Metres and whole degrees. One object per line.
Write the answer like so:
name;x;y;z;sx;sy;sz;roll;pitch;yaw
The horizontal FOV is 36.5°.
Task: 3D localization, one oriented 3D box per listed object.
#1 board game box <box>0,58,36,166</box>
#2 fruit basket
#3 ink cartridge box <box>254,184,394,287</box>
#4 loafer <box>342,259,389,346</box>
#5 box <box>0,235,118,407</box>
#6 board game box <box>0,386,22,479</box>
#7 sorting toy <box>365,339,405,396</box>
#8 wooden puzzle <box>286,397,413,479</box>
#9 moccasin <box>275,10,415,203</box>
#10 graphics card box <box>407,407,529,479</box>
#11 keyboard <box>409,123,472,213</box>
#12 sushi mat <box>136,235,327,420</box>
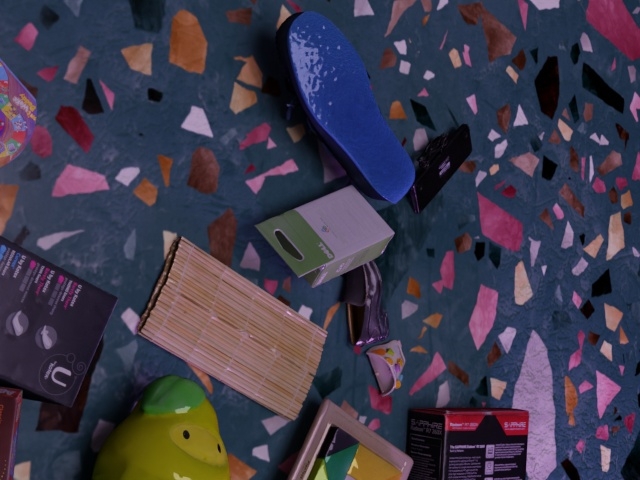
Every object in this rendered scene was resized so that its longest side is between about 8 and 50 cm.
board game box;-0.413;-0.168;1.167;0.169;0.033;0.133;53;58;-27
fruit basket;-0.200;0.367;1.204;0.392;0.283;0.392;-11;111;-31
ink cartridge box;0.000;0.000;1.467;0.209;0.062;0.109;-24;66;-40
loafer;0.064;0.089;1.556;0.061;0.062;0.170;-20;100;-35
box;-0.396;0.070;1.086;0.270;0.165;0.143;34;67;-35
board game box;-0.413;0.288;1.056;0.145;0.027;0.281;8;102;-6
sorting toy;0.120;0.204;1.619;0.075;0.045;0.083;-42;117;-55
wooden puzzle;0.042;0.394;1.503;0.238;0.044;0.221;41;63;-32
moccasin;0.017;-0.190;1.492;0.138;0.117;0.342;-40;119;-21
graphics card box;0.251;0.476;1.681;0.233;0.094;0.371;8;83;-41
keyboard;0.203;-0.141;1.710;0.192;0.038;0.100;-48;141;-32
sushi mat;-0.119;0.136;1.421;0.316;0.019;0.151;37;65;-35
